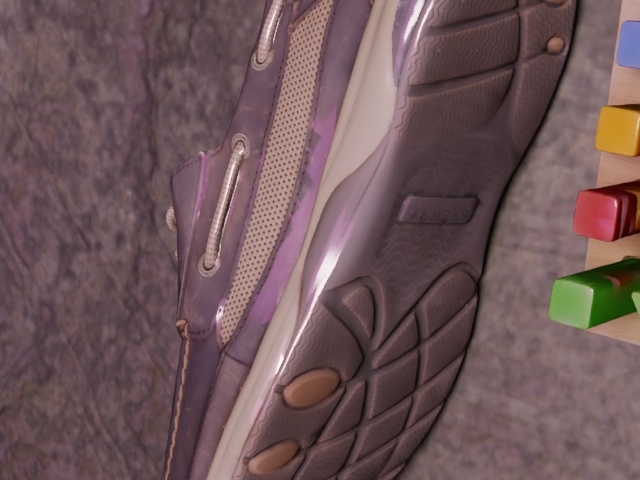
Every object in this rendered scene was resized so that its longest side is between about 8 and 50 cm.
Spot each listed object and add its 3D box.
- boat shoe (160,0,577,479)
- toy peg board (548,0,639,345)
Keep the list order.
[{"bbox_3d":[0.000,0.000,0.646,0.130,0.132,0.355,35,108,40],"label":"boat shoe"},{"bbox_3d":[0.171,-0.019,0.524,0.161,0.079,0.161,14,105,35],"label":"toy peg board"}]
